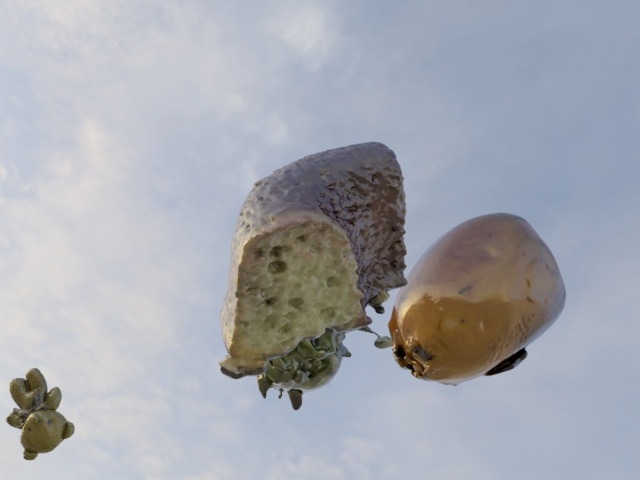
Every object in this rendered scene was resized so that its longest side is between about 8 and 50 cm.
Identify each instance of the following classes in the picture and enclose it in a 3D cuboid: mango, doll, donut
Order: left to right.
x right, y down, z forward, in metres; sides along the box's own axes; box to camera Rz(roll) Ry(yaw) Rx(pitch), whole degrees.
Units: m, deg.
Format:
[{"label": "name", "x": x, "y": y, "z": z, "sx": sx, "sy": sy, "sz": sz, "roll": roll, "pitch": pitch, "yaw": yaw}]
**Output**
[{"label": "doll", "x": -0.672, "y": 0.399, "z": 1.537, "sx": 0.210, "sy": 0.137, "sz": 0.097, "roll": 53, "pitch": -19, "yaw": 21}, {"label": "donut", "x": -0.011, "y": 0.000, "z": 0.519, "sx": 0.144, "sy": 0.186, "sz": 0.126, "roll": 51, "pitch": -36, "yaw": 43}, {"label": "mango", "x": 0.212, "y": 0.079, "z": 0.904, "sx": 0.201, "sy": 0.287, "sz": 0.153, "roll": 19, "pitch": -44, "yaw": 38}]

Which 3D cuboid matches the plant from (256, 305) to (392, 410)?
[{"label": "plant", "x": -0.066, "y": 0.140, "z": 1.203, "sx": 0.333, "sy": 0.251, "sz": 0.180, "roll": 38, "pitch": -17, "yaw": 40}]
